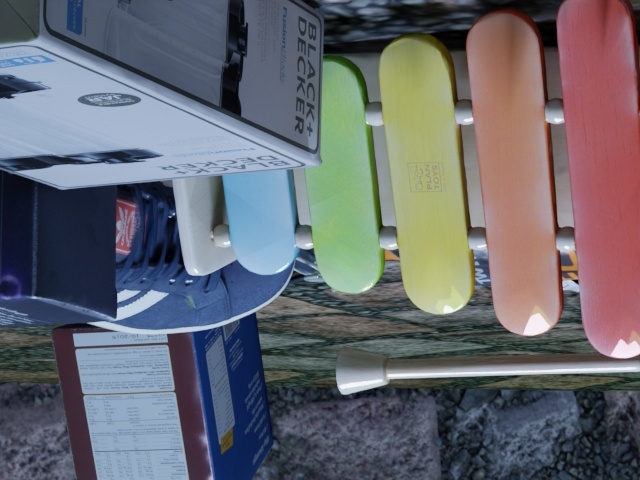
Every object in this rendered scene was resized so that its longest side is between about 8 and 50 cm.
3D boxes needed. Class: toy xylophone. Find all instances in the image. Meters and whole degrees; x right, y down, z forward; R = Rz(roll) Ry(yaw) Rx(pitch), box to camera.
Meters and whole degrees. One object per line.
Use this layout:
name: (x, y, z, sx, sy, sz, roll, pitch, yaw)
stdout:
toy xylophone: (0.077, -0.015, 1.106, 0.323, 0.236, 0.081, -8, -163, 23)

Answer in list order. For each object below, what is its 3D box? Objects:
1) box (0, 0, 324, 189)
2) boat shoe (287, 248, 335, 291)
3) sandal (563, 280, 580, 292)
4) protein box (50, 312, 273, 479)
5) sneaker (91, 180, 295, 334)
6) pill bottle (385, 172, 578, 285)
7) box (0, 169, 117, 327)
box: (-0.128, -0.096, 0.956, 0.169, 0.087, 0.290, -4, 170, 22)
boat shoe: (0.000, 0.000, 1.580, 0.095, 0.079, 0.254, 7, 168, -38)
sandal: (0.157, -0.004, 1.503, 0.076, 0.102, 0.265, -2, 173, -8)
protein box: (-0.142, 0.140, 1.852, 0.136, 0.201, 0.200, -3, -163, 14)
sneaker: (-0.146, -0.005, 1.377, 0.350, 0.131, 0.148, 6, 173, -33)
pill bottle: (0.137, -0.039, 1.196, 0.246, 0.130, 0.130, -5, 170, 23)
box: (-0.232, -0.026, 1.179, 0.207, 0.153, 0.108, -5, 169, 20)
